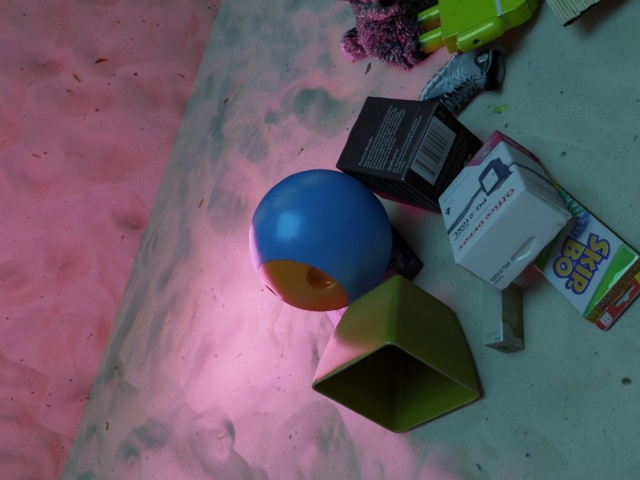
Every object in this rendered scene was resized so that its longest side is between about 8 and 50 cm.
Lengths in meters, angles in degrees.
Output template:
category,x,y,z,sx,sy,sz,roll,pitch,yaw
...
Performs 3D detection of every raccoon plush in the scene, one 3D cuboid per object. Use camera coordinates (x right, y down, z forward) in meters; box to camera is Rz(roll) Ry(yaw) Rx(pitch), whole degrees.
category,x,y,z,sx,sy,sz,roll,pitch,yaw
raccoon plush,0.089,-0.537,1.710,0.446,0.299,0.216,-17,58,51

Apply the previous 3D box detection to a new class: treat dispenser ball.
category,x,y,z,sx,sy,sz,roll,pitch,yaw
treat dispenser ball,0.000,0.000,1.455,0.288,0.288,0.288,-33,45,42

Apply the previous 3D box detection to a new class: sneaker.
category,x,y,z,sx,sy,sz,roll,pitch,yaw
sneaker,0.293,-0.312,1.475,0.229,0.086,0.132,-58,36,14

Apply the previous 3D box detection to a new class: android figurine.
category,x,y,z,sx,sy,sz,roll,pitch,yaw
android figurine,0.328,-0.480,1.476,0.272,0.056,0.248,-19,45,27

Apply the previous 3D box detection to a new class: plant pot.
category,x,y,z,sx,sy,sz,roll,pitch,yaw
plant pot,0.137,0.193,1.300,0.212,0.212,0.187,-38,30,38

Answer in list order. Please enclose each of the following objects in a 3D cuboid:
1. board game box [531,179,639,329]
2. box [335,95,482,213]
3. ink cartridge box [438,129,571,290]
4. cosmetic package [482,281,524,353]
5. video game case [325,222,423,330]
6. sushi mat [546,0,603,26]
category,x,y,z,sx,sy,sz,roll,pitch,yaw
board game box,0.407,0.018,1.153,0.124,0.039,0.259,-56,36,19
box,0.177,-0.172,1.448,0.203,0.167,0.169,19,83,50
ink cartridge box,0.301,-0.056,1.225,0.172,0.100,0.237,-53,17,25
cosmetic package,0.306,0.125,1.210,0.041,0.060,0.115,-24,54,46
video game case,0.087,0.071,1.588,0.248,0.035,0.275,-56,34,17
sushi mat,0.469,-0.525,1.350,0.151,0.019,0.317,-33,42,25
